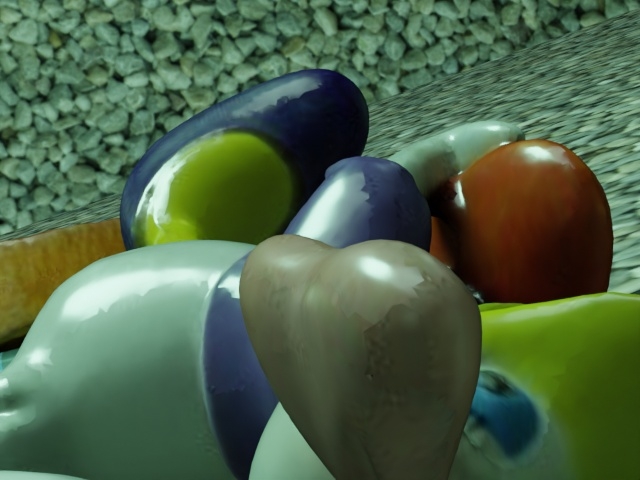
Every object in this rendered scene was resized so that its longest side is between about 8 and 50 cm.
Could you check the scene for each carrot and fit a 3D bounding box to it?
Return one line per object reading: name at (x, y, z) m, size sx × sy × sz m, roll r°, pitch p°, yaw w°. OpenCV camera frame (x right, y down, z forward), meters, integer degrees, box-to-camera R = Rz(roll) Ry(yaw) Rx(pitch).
carrot at (-0.217, 0.042, 1.218) m, size 0.307 × 0.100 × 0.258 m, roll -20°, pitch -2°, yaw 9°

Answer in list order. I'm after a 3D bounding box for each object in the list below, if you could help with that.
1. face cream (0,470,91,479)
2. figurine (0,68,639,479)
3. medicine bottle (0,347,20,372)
face cream at (-0.116, 0.130, 0.403) m, size 0.206 × 0.111 × 0.206 m, roll -21°, pitch 8°, yaw 3°
figurine at (-0.002, 0.040, 0.569) m, size 0.193 × 0.154 × 0.421 m, roll -14°, pitch 10°, yaw -20°
medicine bottle at (-0.239, 0.110, 1.077) m, size 0.208 × 0.053 × 0.090 m, roll -18°, pitch 5°, yaw -6°
